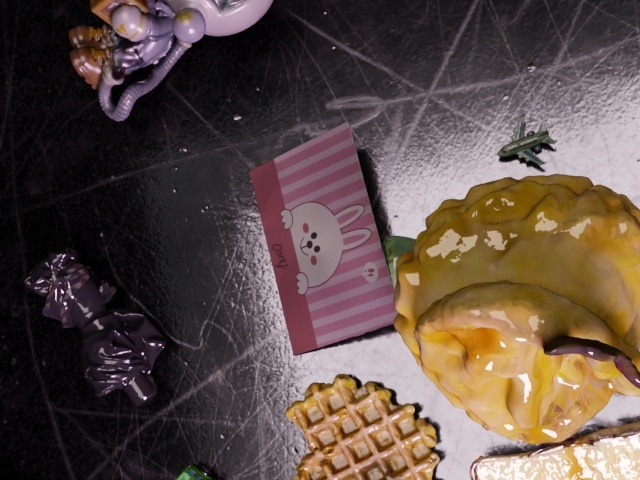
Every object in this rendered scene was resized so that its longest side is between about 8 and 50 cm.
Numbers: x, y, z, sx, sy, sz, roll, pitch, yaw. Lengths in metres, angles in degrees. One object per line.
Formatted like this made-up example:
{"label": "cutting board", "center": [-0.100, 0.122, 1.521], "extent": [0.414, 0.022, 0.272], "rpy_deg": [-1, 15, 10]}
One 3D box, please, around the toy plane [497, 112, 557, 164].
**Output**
{"label": "toy plane", "center": [0.293, -0.138, 1.258], "extent": [0.083, 0.033, 0.080], "rpy_deg": [-24, 76, 17]}

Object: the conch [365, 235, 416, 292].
{"label": "conch", "center": [0.146, 0.048, 1.247], "extent": [0.170, 0.079, 0.105], "rpy_deg": [4, 97, 8]}

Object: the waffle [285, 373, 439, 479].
{"label": "waffle", "center": [0.044, 0.325, 1.230], "extent": [0.249, 0.056, 0.253], "rpy_deg": [28, 90, 17]}

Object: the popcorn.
{"label": "popcorn", "center": [0.265, 0.084, 1.061], "extent": [0.349, 0.381, 0.348], "rpy_deg": [0, 101, -1]}

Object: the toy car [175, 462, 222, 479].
{"label": "toy car", "center": [-0.148, 0.395, 1.265], "extent": [0.165, 0.062, 0.071], "rpy_deg": [35, 90, 18]}

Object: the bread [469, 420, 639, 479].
{"label": "bread", "center": [0.327, 0.316, 1.118], "extent": [0.266, 0.142, 0.178], "rpy_deg": [-13, 109, 8]}

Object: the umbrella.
{"label": "umbrella", "center": [-0.335, 0.132, 1.343], "extent": [0.272, 0.122, 0.110], "rpy_deg": [51, 139, 13]}

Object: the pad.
{"label": "pad", "center": [0.000, 0.000, 1.284], "extent": [0.202, 0.005, 0.299], "rpy_deg": [-23, 74, 34]}

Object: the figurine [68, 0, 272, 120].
{"label": "figurine", "center": [-0.225, -0.380, 1.364], "extent": [0.382, 0.186, 0.261], "rpy_deg": [-25, 64, 15]}
